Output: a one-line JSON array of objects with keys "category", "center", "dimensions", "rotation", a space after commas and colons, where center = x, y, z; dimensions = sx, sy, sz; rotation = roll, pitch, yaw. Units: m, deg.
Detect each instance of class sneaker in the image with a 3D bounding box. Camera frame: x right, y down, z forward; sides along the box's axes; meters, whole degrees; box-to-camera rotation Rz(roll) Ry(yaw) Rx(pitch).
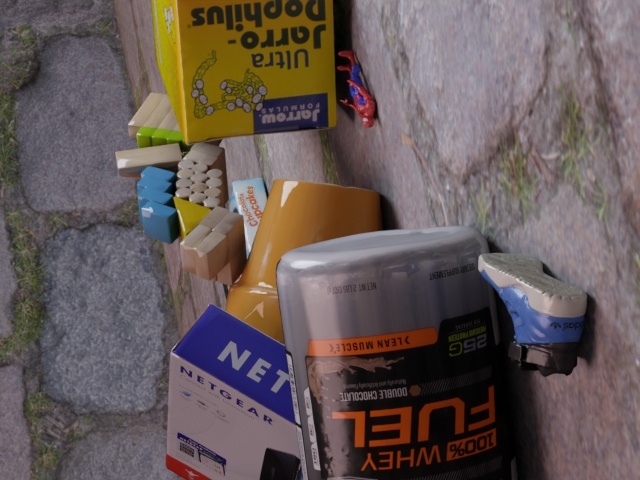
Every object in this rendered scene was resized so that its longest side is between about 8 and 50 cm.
[{"category": "sneaker", "center": [0.174, 0.065, 1.189], "dimensions": [0.152, 0.058, 0.084], "rotation": [-144, 55, -63]}]

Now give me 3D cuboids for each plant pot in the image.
[{"category": "plant pot", "center": [-0.004, 0.027, 1.670], "dimensions": [0.205, 0.205, 0.187], "rotation": [-172, 88, -76]}]

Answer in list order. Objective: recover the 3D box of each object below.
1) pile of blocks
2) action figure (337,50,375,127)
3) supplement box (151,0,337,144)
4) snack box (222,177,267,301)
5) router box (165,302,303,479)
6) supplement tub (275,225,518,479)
[{"category": "pile of blocks", "center": [-0.179, -0.049, 1.789], "dimensions": [0.362, 0.149, 0.112], "rotation": [-104, 10, -52]}, {"category": "action figure", "center": [0.043, -0.175, 1.662], "dimensions": [0.038, 0.030, 0.115], "rotation": [103, 153, -46]}, {"category": "supplement box", "center": [-0.111, -0.283, 1.834], "dimensions": [0.356, 0.194, 0.195], "rotation": [-118, 23, -62]}, {"category": "snack box", "center": [-0.120, 0.054, 2.437], "dimensions": [0.322, 0.060, 0.187], "rotation": [104, 153, -59]}, {"category": "router box", "center": [-0.021, 0.255, 1.643], "dimensions": [0.335, 0.082, 0.301], "rotation": [29, 147, 13]}, {"category": "supplement tub", "center": [0.078, 0.164, 1.340], "dimensions": [0.207, 0.207, 0.338], "rotation": [-167, 68, -76]}]
